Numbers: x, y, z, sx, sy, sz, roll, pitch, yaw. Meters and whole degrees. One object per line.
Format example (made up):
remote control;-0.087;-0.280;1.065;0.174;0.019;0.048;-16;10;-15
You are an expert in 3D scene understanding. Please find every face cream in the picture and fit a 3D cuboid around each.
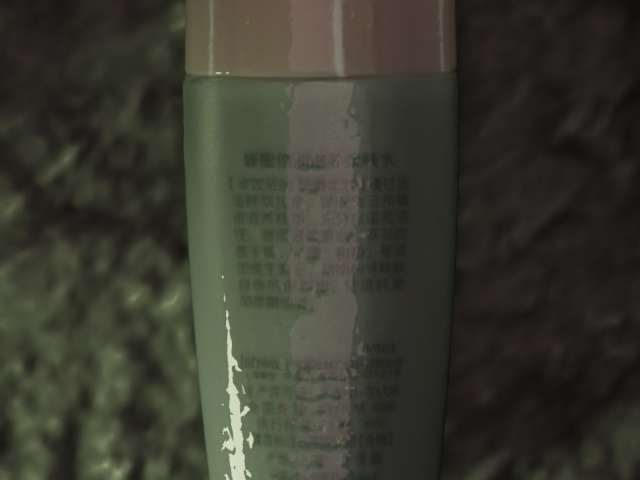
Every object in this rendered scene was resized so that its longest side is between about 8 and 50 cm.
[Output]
face cream;0.000;0.000;0.581;0.084;0.057;0.198;1;98;1
